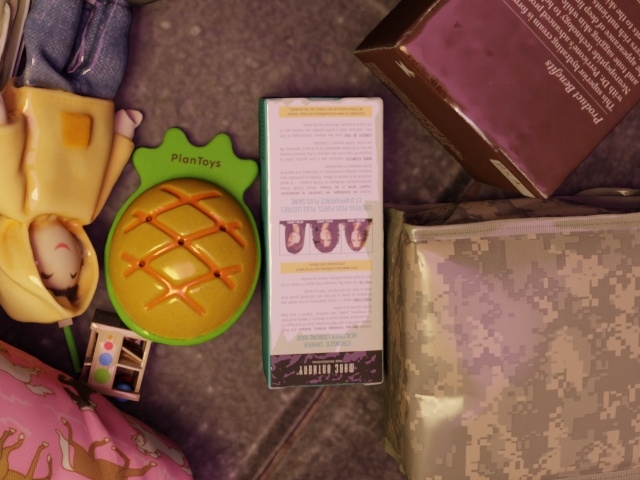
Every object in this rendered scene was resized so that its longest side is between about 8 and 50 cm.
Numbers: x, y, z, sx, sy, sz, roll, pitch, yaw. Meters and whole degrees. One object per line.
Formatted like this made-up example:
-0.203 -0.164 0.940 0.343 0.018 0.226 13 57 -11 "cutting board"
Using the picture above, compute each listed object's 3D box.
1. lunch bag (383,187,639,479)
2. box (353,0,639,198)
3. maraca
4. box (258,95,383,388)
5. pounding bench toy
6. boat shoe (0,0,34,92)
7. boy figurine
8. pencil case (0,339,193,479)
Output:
0.201 0.080 0.874 0.287 0.169 0.235 -3 99 -5 "lunch bag"
0.166 -0.168 0.829 0.203 0.167 0.168 -46 103 0 "box"
-0.111 -0.005 0.848 0.127 0.099 0.186 7 73 -7 "maraca"
0.000 0.000 0.882 0.100 0.060 0.244 -1 99 -9 "box"
-0.188 0.096 0.869 0.083 0.052 0.065 14 96 -11 "pounding bench toy"
-0.276 -0.163 0.794 0.109 0.094 0.302 3 98 -10 "boat shoe"
-0.203 -0.076 0.787 0.092 0.177 0.285 12 89 27 "boy figurine"
-0.261 0.152 0.733 0.160 0.167 0.386 -48 132 1 "pencil case"
